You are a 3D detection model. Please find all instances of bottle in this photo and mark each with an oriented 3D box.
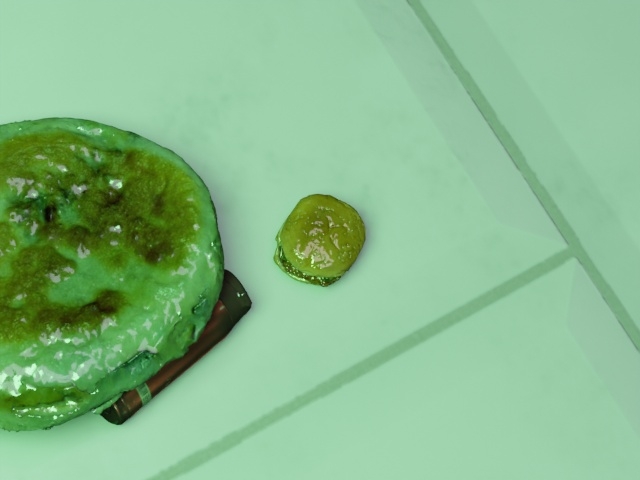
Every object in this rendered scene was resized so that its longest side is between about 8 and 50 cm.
[{"bbox_3d":[-0.128,0.086,1.362,0.164,0.060,0.060,-39,83,-26],"label":"bottle"}]

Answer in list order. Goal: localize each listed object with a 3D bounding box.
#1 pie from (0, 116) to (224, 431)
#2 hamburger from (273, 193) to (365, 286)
[{"bbox_3d":[-0.225,0.017,1.335,0.302,0.067,0.302,2,56,-3],"label":"pie"},{"bbox_3d":[0.000,0.000,1.440,0.076,0.044,0.083,24,61,-6],"label":"hamburger"}]
